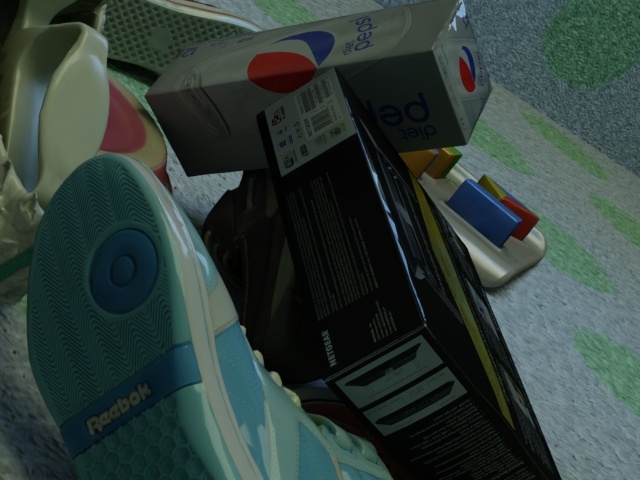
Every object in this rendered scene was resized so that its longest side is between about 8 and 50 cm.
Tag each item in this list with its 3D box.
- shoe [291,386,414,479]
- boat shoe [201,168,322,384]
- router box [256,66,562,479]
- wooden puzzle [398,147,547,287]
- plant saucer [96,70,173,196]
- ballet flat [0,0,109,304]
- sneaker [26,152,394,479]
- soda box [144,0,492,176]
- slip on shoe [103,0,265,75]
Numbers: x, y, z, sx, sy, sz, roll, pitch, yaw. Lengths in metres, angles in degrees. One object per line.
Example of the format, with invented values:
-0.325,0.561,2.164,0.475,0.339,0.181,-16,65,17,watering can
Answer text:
0.040,0.175,0.986,0.178,0.063,0.081,32,14,-32,shoe
-0.030,0.006,1.180,0.132,0.130,0.355,60,24,-28,boat shoe
0.066,0.047,0.994,0.243,0.081,0.309,50,16,-37,router box
0.183,-0.079,1.856,0.322,0.080,0.348,41,18,11,wooden puzzle
-0.255,-0.108,1.098,0.332,0.084,0.332,33,19,-13,plant saucer
-0.196,-0.142,0.934,0.147,0.147,0.409,23,54,-38,ballet flat
-0.059,0.104,0.818,0.208,0.127,0.319,14,54,-58,sneaker
-0.004,-0.130,1.139,0.098,0.286,0.091,66,35,-32,soda box
-0.168,-0.239,1.545,0.331,0.123,0.101,18,22,-36,slip on shoe
